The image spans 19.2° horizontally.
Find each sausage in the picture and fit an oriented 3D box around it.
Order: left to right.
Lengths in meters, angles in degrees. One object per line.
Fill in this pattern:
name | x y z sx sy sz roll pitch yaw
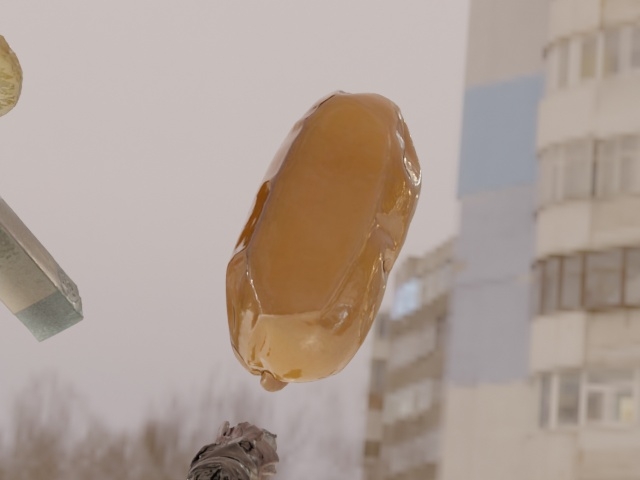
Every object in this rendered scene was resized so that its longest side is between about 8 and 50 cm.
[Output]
sausage | 0.001 0.000 1.425 0.120 0.241 0.136 18 -23 9

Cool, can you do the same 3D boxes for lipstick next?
lipstick | -0.383 -0.007 2.186 0.068 0.066 0.317 -27 -47 8

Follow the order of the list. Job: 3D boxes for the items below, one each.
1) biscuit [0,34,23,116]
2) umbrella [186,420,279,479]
biscuit | -0.430 -0.207 2.088 0.188 0.040 0.265 -6 -32 25
umbrella | -0.100 0.269 2.282 0.090 0.094 0.326 16 7 6
